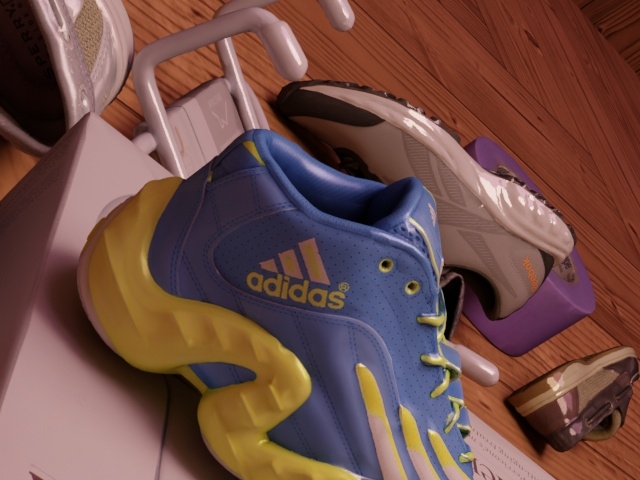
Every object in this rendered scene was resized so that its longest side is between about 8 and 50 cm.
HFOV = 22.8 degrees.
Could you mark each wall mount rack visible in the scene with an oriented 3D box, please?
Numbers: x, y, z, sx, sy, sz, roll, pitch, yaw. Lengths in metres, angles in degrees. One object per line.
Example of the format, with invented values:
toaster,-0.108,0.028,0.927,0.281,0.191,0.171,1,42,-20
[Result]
wall mount rack,0.000,0.000,0.964,0.350,0.130,0.304,-60,131,-73

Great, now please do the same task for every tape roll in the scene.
tape roll,0.164,0.005,1.434,0.189,0.080,0.189,46,22,-25

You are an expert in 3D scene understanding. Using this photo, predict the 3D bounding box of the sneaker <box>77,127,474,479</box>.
sneaker,0.023,0.055,0.613,0.240,0.126,0.091,42,24,-10

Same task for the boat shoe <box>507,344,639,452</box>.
boat shoe,0.231,0.142,1.388,0.223,0.080,0.073,-4,68,-62

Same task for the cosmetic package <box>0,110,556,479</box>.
cosmetic package,-0.004,0.146,0.707,0.377,0.097,0.284,39,27,-21

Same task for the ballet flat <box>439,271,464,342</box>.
ballet flat,0.079,0.068,1.172,0.057,0.049,0.173,49,20,-17

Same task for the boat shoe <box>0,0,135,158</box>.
boat shoe,-0.210,-0.181,0.790,0.320,0.118,0.103,57,13,-19

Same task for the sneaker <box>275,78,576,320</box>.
sneaker,0.076,-0.036,1.262,0.271,0.108,0.100,35,-7,-12
